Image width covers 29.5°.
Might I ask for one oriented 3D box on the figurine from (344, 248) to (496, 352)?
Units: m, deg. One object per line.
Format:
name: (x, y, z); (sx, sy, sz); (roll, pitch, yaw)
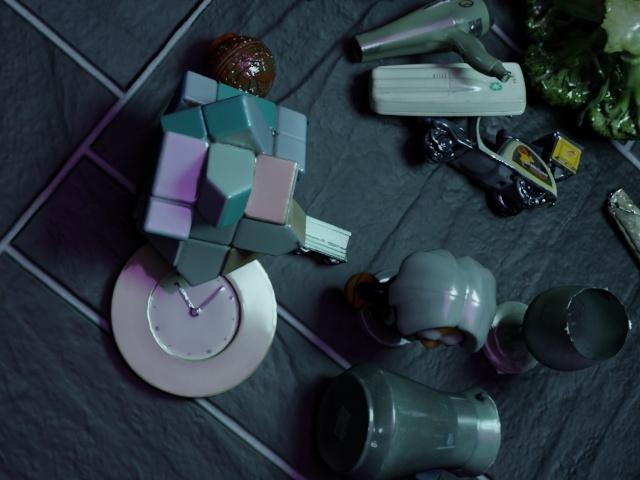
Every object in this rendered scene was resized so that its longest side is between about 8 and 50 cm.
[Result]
figurine: (0.138, 0.084, 1.688); (0.176, 0.236, 0.132); (14, 80, -22)

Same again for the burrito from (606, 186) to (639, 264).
burrito: (0.516, -0.005, 1.963); (0.051, 0.042, 0.171); (-36, 101, -19)

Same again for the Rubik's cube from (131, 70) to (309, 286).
Rubik's cube: (-0.122, -0.073, 1.573); (0.224, 0.265, 0.213); (19, 42, -16)

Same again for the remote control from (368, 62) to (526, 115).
remote control: (0.186, -0.227, 1.795); (0.230, 0.049, 0.090); (-1, 50, -2)

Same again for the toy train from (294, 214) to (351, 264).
toy train: (0.000, 0.000, 1.748); (0.093, 0.038, 0.056); (20, 74, -19)

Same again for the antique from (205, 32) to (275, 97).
antique: (-0.110, -0.236, 1.697); (0.104, 0.104, 0.104); (3, 83, -22)

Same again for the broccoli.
broccoli: (0.453, -0.303, 1.847); (0.321, 0.283, 0.303); (8, 94, 9)

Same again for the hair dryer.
hair dryer: (0.157, -0.282, 1.788); (0.219, 0.224, 0.088); (-6, 128, 3)

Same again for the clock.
clock: (-0.174, 0.100, 1.671); (0.235, 0.029, 0.234); (3, 82, -21)

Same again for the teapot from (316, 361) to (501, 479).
teapot: (0.121, 0.278, 1.711); (0.225, 0.171, 0.203); (9, 112, -28)

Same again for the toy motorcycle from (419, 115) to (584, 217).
toy motorcycle: (0.267, -0.139, 1.851); (0.263, 0.091, 0.157); (30, 66, -19)

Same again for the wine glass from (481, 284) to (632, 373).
wine glass: (0.336, 0.131, 1.764); (0.127, 0.241, 0.126); (4, 80, -22)
